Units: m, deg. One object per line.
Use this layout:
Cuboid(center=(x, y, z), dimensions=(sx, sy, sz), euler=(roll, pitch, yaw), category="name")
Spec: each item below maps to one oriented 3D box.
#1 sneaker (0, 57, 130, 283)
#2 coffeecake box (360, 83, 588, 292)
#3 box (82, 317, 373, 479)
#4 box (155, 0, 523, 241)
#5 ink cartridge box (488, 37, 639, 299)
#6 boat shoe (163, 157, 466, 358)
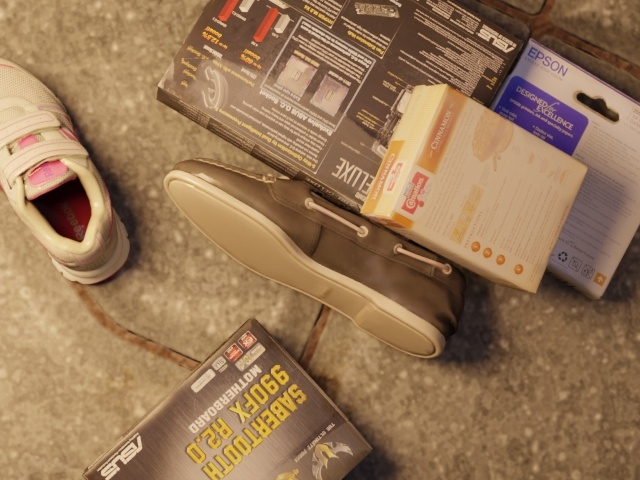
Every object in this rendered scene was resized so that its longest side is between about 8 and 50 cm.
Cuboid(center=(-0.271, -0.077, 1.274), dimensions=(0.103, 0.111, 0.252), euler=(-35, 90, -10), category="sneaker")
Cuboid(center=(0.154, -0.051, 1.288), dimensions=(0.185, 0.068, 0.142), euler=(27, 83, -23), category="coffeecake box")
Cuboid(center=(-0.093, 0.220, 1.300), dimensions=(0.231, 0.056, 0.183), euler=(-42, 91, -10), category="box")
Cuboid(center=(0.021, -0.176, 1.347), dimensions=(0.307, 0.076, 0.242), euler=(30, 81, -5), category="box")
Cuboid(center=(0.258, -0.076, 1.388), dimensions=(0.206, 0.045, 0.208), euler=(31, 83, -5), category="ink cartridge box")
Cuboid(center=(0.000, 0.000, 1.319), dimensions=(0.335, 0.112, 0.095), euler=(32, 63, -10), category="boat shoe")
